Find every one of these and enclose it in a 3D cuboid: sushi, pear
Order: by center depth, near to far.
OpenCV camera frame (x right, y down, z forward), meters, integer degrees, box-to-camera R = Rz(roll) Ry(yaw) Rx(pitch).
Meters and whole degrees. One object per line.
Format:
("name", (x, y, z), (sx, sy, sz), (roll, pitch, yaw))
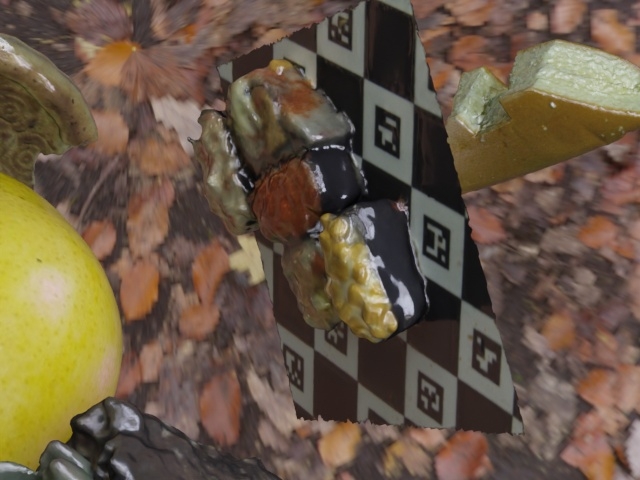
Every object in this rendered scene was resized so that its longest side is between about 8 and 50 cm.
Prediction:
("pear", (-0.268, 0.081, 1.183), (0.284, 0.336, 0.285), (-2, 102, -9))
("sushi", (0.000, 0.000, 1.259), (0.059, 0.294, 0.292), (-15, 92, -30))

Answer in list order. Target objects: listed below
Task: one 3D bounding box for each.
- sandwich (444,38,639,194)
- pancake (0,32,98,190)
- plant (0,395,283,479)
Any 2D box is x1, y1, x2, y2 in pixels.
("sandwich", (0.178, -0.116, 1.658), (0.244, 0.090, 0.088), (-22, 123, 36))
("pancake", (-0.275, -0.074, 1.348), (0.212, 0.029, 0.235), (13, 139, -14))
("plant", (-0.108, 0.165, 0.991), (0.194, 0.129, 0.132), (12, 128, -43))
